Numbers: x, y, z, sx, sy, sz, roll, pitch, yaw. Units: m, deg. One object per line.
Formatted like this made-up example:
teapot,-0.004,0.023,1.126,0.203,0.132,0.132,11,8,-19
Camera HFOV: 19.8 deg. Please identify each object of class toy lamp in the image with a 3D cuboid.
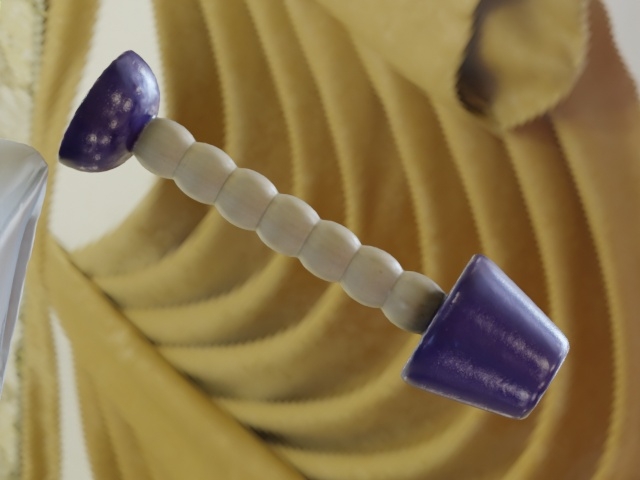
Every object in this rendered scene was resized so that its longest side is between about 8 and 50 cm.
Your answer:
toy lamp,0.000,0.000,0.940,0.080,0.274,0.080,-57,-3,-5

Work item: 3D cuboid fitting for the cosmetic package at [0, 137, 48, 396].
cosmetic package,-0.371,0.104,0.851,0.393,0.327,0.329,15,-68,-3
